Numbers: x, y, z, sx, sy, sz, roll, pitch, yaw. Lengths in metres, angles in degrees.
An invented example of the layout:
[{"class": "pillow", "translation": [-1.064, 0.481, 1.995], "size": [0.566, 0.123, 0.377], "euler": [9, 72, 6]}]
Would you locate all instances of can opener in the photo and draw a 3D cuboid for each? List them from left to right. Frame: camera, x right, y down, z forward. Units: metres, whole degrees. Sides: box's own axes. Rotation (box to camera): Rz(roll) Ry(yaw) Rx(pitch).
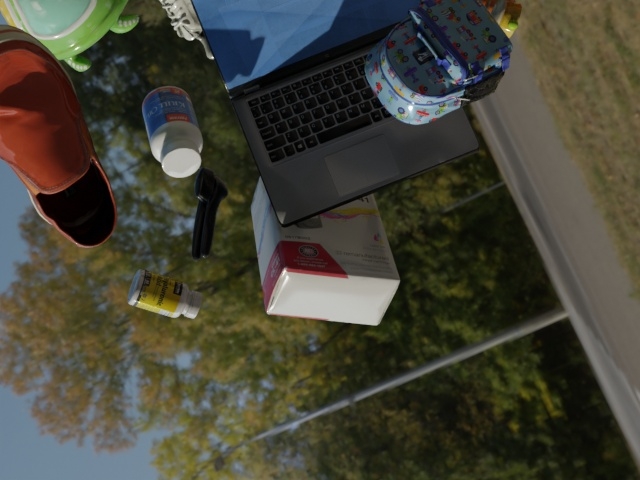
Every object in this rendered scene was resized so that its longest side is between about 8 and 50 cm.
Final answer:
[{"class": "can opener", "translation": [-0.221, -0.047, 1.658], "size": [0.073, 0.059, 0.186], "euler": [19, -114, -33]}]

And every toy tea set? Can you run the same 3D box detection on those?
[{"class": "toy tea set", "translation": [0.416, -0.507, 1.787], "size": [0.124, 0.200, 0.336], "euler": [18, -161, -3]}]

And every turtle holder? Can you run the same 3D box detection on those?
[{"class": "turtle holder", "translation": [-0.533, -0.484, 1.693], "size": [0.227, 0.320, 0.243], "euler": [38, -132, -49]}]

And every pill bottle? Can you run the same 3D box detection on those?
[{"class": "pill bottle", "translation": [-0.266, 0.095, 1.487], "size": [0.116, 0.065, 0.065], "euler": [19, -151, -20]}, {"class": "pill bottle", "translation": [-0.346, -0.255, 2.048], "size": [0.124, 0.124, 0.221], "euler": [53, -169, -49]}]

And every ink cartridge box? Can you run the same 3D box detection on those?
[{"class": "ink cartridge box", "translation": [0.000, 0.000, 1.634], "size": [0.306, 0.226, 0.131], "euler": [-103, 26, -44]}]

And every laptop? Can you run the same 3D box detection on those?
[{"class": "laptop", "translation": [0.028, -0.294, 1.455], "size": [0.236, 0.382, 0.408], "euler": [73, 175, -79]}]

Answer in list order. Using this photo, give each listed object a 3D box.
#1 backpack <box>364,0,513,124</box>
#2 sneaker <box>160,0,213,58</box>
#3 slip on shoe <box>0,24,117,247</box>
[{"class": "backpack", "translation": [0.156, -0.254, 1.211], "size": [0.158, 0.173, 0.117], "euler": [60, 165, 12]}, {"class": "sneaker", "translation": [-0.252, -0.452, 1.617], "size": [0.292, 0.110, 0.118], "euler": [36, -109, -40]}, {"class": "slip on shoe", "translation": [-0.309, -0.107, 0.983], "size": [0.101, 0.123, 0.331], "euler": [45, 160, 30]}]
